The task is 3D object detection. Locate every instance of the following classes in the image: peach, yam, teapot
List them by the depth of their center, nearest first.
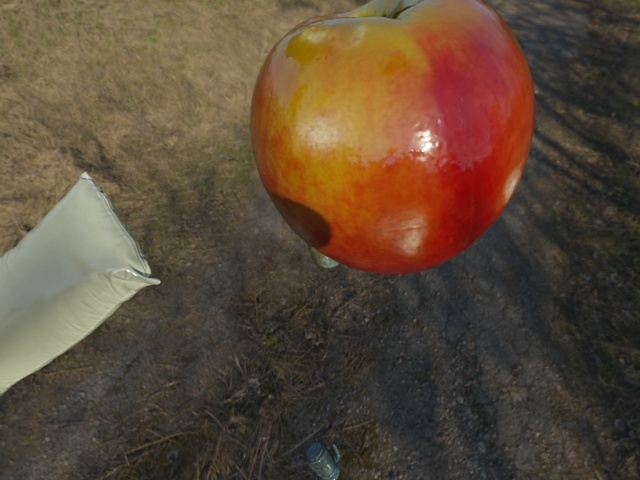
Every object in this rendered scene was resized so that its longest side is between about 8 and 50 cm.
[{"bbox_3d":[0.094,-0.126,0.557,0.389,0.388,0.388,2,43,-2],"label":"peach"},{"bbox_3d":[0.005,0.454,0.852,0.049,0.083,0.063,-20,25,19],"label":"teapot"},{"bbox_3d":[0.000,0.000,1.413,0.107,0.183,0.107,-16,17,5],"label":"yam"}]

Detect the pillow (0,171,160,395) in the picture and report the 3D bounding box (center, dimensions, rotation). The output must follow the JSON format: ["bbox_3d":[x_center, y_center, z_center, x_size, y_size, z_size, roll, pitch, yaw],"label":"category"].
[{"bbox_3d":[-0.308,0.056,0.441,0.254,0.144,0.078,-36,7,4],"label":"pillow"}]

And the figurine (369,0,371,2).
[{"bbox_3d":[0.173,-0.357,0.689,0.167,0.257,0.192,-24,84,-44],"label":"figurine"}]
